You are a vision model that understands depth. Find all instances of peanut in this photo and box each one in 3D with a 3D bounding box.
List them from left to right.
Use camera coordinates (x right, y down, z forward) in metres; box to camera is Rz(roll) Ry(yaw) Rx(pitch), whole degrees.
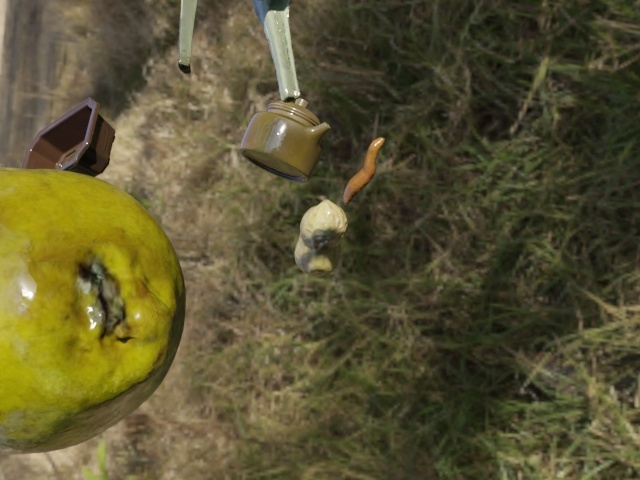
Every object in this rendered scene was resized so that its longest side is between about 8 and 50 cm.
[{"bbox_3d":[0.000,0.000,1.717,0.214,0.090,0.099,101,173,-54],"label":"peanut"}]

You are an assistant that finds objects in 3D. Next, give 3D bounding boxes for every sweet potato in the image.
[{"bbox_3d":[0.092,-0.140,1.900,0.179,0.044,0.044,-60,27,32],"label":"sweet potato"}]

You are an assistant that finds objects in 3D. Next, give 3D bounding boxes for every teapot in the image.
[{"bbox_3d":[-0.083,-0.249,2.086,0.267,0.185,0.175,14,74,44],"label":"teapot"}]

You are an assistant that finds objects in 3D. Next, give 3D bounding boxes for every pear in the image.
[{"bbox_3d":[-0.332,0.073,1.010,0.413,0.352,0.352,17,102,51],"label":"pear"}]

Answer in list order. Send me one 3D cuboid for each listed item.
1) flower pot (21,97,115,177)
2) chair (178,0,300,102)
[{"bbox_3d":[-0.522,-0.176,1.875,0.251,0.084,0.179,-24,48,34],"label":"flower pot"},{"bbox_3d":[-0.093,-0.324,0.968,0.203,0.190,0.275,-51,43,49],"label":"chair"}]
